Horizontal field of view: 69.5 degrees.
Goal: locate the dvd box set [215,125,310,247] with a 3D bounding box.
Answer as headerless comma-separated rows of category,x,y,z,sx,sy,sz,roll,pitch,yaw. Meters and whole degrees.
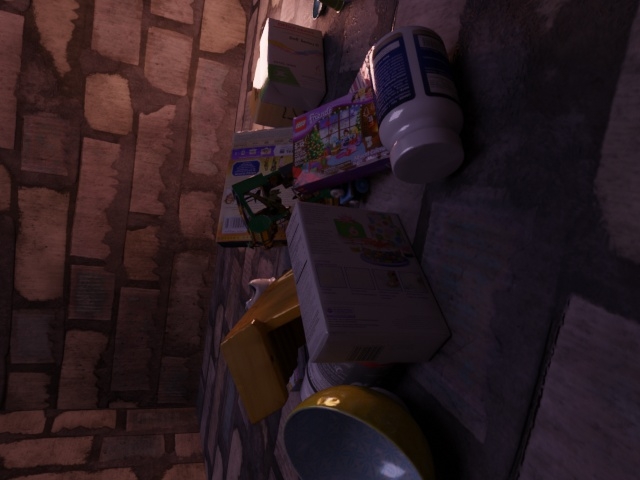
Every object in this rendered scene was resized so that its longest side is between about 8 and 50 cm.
dvd box set,-0.173,-0.183,1.541,0.062,0.307,0.421,53,-143,-63

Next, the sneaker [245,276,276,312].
sneaker,-0.236,0.291,1.817,0.111,0.129,0.298,149,123,-62

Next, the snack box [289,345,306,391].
snack box,-0.078,0.402,1.495,0.100,0.037,0.141,117,151,-46

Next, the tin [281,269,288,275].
tin,-0.122,0.202,1.675,0.106,0.040,0.190,-169,86,-73

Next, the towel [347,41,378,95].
towel,0.124,-0.403,1.221,0.197,0.029,0.144,123,147,-45

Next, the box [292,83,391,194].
box,0.058,-0.242,1.105,0.293,0.057,0.201,-14,68,36

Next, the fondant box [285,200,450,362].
fondant box,0.076,0.073,0.905,0.331,0.238,0.096,-104,28,-43

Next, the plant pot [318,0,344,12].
plant pot,0.033,-0.793,1.496,0.083,0.079,0.084,-174,90,-69

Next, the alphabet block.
alphabet block,-0.160,-0.560,1.783,0.193,0.192,0.197,-113,36,-49

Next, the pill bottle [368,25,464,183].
pill bottle,0.177,-0.248,0.853,0.153,0.153,0.265,130,142,-56

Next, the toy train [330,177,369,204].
toy train,0.065,-0.183,1.195,0.080,0.105,0.184,145,129,-63

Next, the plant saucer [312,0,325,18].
plant saucer,0.000,-0.869,1.684,0.119,0.021,0.120,-174,90,-69

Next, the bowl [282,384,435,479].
bowl,0.089,0.370,0.856,0.156,0.289,0.290,-41,-20,-50

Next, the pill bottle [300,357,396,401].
pill bottle,0.061,0.264,0.997,0.161,0.161,0.283,-105,29,-44

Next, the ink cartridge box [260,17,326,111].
ink cartridge box,-0.101,-0.643,1.622,0.119,0.206,0.354,131,140,-58

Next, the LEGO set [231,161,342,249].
LEGO set,-0.093,-0.080,1.340,0.255,0.331,0.192,44,157,31

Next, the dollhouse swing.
dollhouse swing,-0.025,0.224,1.176,0.347,0.304,0.316,-53,-54,-66
